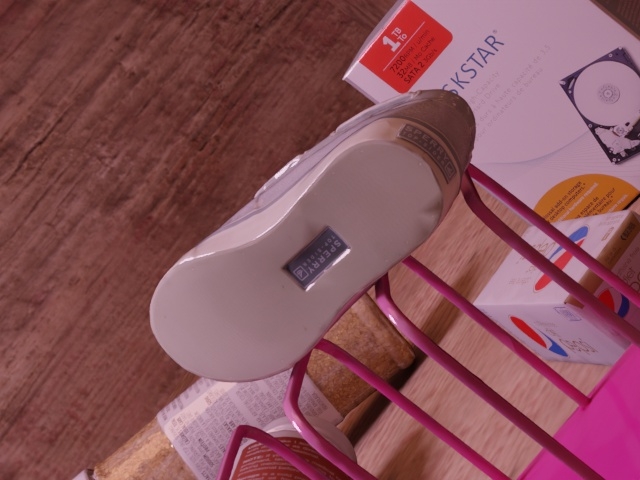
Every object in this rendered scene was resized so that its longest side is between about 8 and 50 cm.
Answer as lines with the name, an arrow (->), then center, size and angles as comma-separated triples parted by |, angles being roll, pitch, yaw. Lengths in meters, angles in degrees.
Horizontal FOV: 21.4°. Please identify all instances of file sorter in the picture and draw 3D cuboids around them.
file sorter -> 0.057, 0.122, 0.904 | 0.291, 0.182, 0.202 | -52, 6, 10

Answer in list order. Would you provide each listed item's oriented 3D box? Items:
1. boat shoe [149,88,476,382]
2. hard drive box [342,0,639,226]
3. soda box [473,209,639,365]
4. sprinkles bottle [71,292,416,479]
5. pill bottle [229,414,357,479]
boat shoe -> 0.000, -0.001, 0.861 | 0.227, 0.079, 0.081 | -37, 8, 42
hard drive box -> 0.166, -0.129, 1.295 | 0.181, 0.232, 0.089 | -49, 7, 33
soda box -> 0.171, 0.033, 1.102 | 0.074, 0.069, 0.216 | -53, 7, -8
sprinkles bottle -> -0.081, 0.176, 1.575 | 0.355, 0.121, 0.121 | -40, 6, 0
pill bottle -> -0.028, 0.218, 1.282 | 0.121, 0.121, 0.216 | -50, 6, 21
